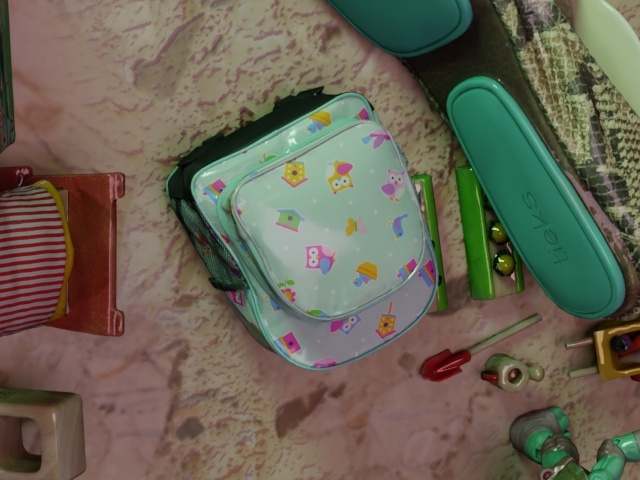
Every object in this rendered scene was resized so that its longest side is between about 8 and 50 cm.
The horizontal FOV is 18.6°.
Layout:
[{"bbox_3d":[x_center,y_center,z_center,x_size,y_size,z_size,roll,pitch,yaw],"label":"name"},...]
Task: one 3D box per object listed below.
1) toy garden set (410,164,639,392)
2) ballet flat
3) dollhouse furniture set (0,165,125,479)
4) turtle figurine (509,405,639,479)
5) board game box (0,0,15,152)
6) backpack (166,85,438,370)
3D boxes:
[{"bbox_3d":[0.179,0.033,1.553,0.244,0.049,0.204,-12,103,-17],"label":"toy garden set"},{"bbox_3d":[0.130,-0.163,1.453,0.182,0.164,0.483,-45,104,-29],"label":"ballet flat"},{"bbox_3d":[-0.240,0.138,1.317,0.152,0.201,0.374,3,99,22],"label":"dollhouse furniture set"},{"bbox_3d":[0.210,0.209,1.494,0.118,0.234,0.175,27,89,-22],"label":"turtle figurine"},{"bbox_3d":[-0.242,-0.207,1.277,0.046,0.213,0.317,-2,99,-2],"label":"board game box"},{"bbox_3d":[0.000,0.000,1.436,0.166,0.144,0.188,-29,109,-17],"label":"backpack"}]
